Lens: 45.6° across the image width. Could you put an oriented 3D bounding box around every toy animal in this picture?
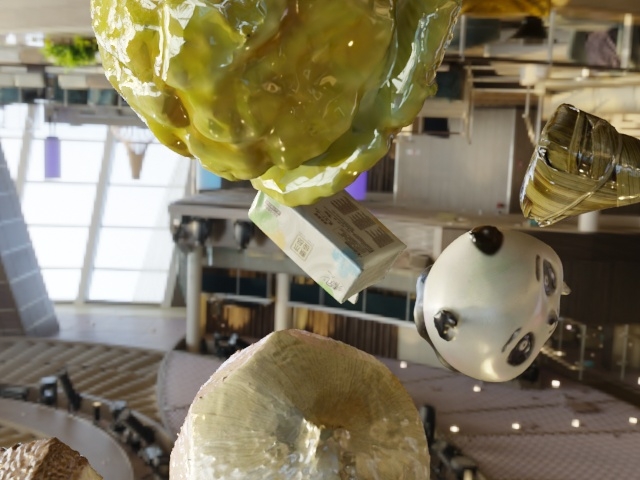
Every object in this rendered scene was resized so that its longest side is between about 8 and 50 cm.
[{"bbox_3d":[0.261,0.103,1.218,0.251,0.250,0.310,4,162,12],"label":"toy animal"}]

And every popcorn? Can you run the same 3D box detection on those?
[{"bbox_3d":[-0.030,-0.182,0.583,0.282,0.282,0.247,1,-138,-9],"label":"popcorn"}]

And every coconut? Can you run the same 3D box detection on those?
[{"bbox_3d":[-0.026,0.327,1.133,0.405,0.404,0.404,2,-173,0],"label":"coconut"}]

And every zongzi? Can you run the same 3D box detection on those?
[{"bbox_3d":[0.519,-0.093,1.381,0.288,0.134,0.286,21,157,13],"label":"zongzi"}]

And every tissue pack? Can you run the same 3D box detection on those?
[{"bbox_3d":[0.000,0.000,1.307,0.229,0.145,0.159,42,-146,16],"label":"tissue pack"}]

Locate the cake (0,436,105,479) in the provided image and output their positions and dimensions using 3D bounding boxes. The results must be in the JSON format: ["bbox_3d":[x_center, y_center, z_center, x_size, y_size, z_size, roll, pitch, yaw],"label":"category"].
[{"bbox_3d":[-0.245,0.268,0.671,0.135,0.134,0.147,-19,129,34],"label":"cake"}]
